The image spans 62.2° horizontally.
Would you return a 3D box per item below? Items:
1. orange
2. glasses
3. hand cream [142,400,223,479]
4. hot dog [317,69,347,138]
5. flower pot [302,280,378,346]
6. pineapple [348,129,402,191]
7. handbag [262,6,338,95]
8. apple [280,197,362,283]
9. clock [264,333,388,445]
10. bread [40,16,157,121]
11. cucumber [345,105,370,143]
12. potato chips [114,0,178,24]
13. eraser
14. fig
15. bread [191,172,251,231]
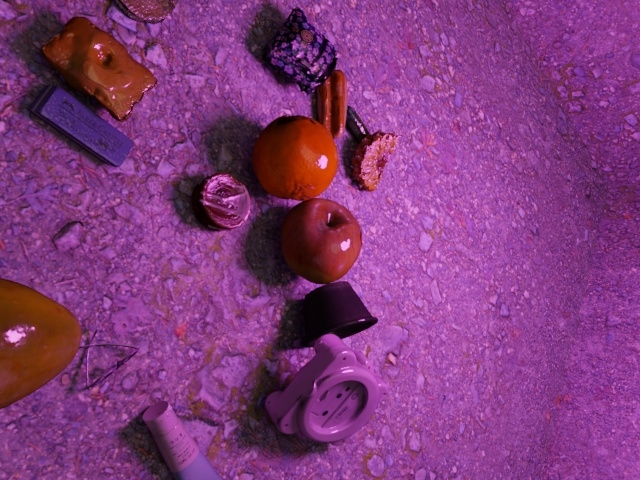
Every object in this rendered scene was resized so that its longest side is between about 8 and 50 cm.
[{"bbox_3d":[-0.069,-0.234,1.503,0.246,0.246,0.246,7,79,-40],"label":"orange"},{"bbox_3d":[-0.499,0.257,1.207,0.104,0.062,0.140,47,54,1],"label":"glasses"},{"bbox_3d":[-0.331,0.533,1.300,0.111,0.070,0.313,-37,116,-39],"label":"hand cream"},{"bbox_3d":[0.040,-0.451,1.735,0.076,0.102,0.249,25,63,-81],"label":"hot dog"},{"bbox_3d":[0.041,0.210,1.575,0.235,0.235,0.148,-2,67,-41],"label":"flower pot"},{"bbox_3d":[0.168,-0.286,1.786,0.135,0.079,0.233,26,90,-27],"label":"pineapple"},{"bbox_3d":[-0.051,-0.575,1.634,0.207,0.126,0.229,33,61,-17],"label":"handbag"},{"bbox_3d":[0.000,0.000,1.544,0.260,0.194,0.261,17,36,-13],"label":"apple"},{"bbox_3d":[0.033,0.444,1.511,0.296,0.113,0.322,-49,132,0],"label":"clock"},{"bbox_3d":[-0.520,-0.399,1.247,0.233,0.088,0.161,45,53,-24],"label":"bread"},{"bbox_3d":[0.131,-0.384,1.821,0.250,0.056,0.056,54,54,-25],"label":"cucumber"},{"bbox_3d":[-0.444,-0.671,1.358,0.220,0.029,0.202,-48,127,-22],"label":"potato chips"},{"bbox_3d":[-0.550,-0.263,1.231,0.225,0.036,0.082,39,62,-31],"label":"eraser"},{"bbox_3d":[-0.611,0.193,0.983,0.326,0.257,0.258,9,77,-59],"label":"fig"},{"bbox_3d":[-0.266,-0.101,1.427,0.160,0.073,0.161,10,74,-38],"label":"bread"}]
